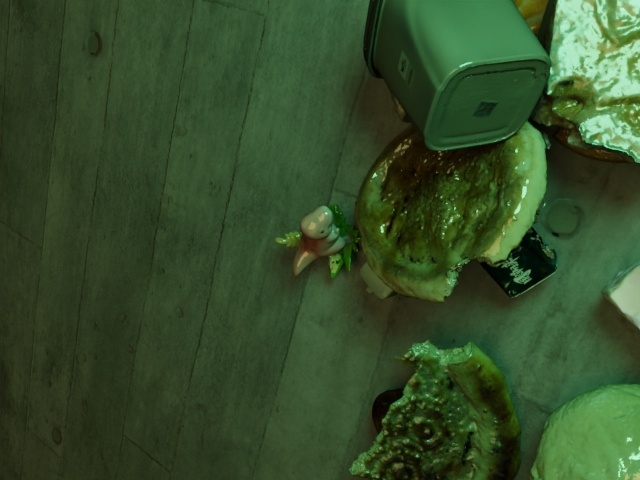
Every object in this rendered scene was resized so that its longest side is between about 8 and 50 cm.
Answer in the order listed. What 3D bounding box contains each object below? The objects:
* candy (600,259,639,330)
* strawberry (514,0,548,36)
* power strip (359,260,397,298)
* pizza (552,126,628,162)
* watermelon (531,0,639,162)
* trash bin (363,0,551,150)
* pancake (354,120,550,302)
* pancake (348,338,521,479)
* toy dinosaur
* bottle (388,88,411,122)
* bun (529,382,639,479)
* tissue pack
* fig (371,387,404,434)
[{"bbox_3d":[0.585,0.125,0.834,0.265,0.116,0.155,48,120,15],"label":"candy"},{"bbox_3d":[0.361,-0.407,0.892,0.140,0.085,0.192,13,139,2],"label":"strawberry"},{"bbox_3d":[0.207,-0.021,1.077,0.091,0.062,0.385,49,119,19],"label":"power strip"},{"bbox_3d":[0.475,-0.212,0.890,0.185,0.036,0.176,2,91,38],"label":"pizza"},{"bbox_3d":[0.440,-0.263,0.806,0.264,0.151,0.301,18,100,22],"label":"watermelon"},{"bbox_3d":[0.201,-0.284,0.829,0.219,0.219,0.250,94,161,-56],"label":"trash bin"},{"bbox_3d":[0.210,-0.075,0.939,0.382,0.071,0.382,-28,49,38],"label":"pancake"},{"bbox_3d":[0.243,0.394,1.070,0.305,0.067,0.426,19,109,1],"label":"pancake"},{"bbox_3d":[0.003,0.007,1.141,0.194,0.177,0.152,-40,76,33],"label":"toy dinosaur"},{"bbox_3d":[0.167,-0.308,1.026,0.099,0.099,0.152,-27,74,33],"label":"bottle"},{"bbox_3d":[0.509,0.415,0.865,0.353,0.227,0.348,-19,87,28],"label":"bun"},{"bbox_3d":[0.324,0.004,0.964,0.170,0.090,0.103,44,120,-11],"label":"tissue pack"},{"bbox_3d":[0.166,0.392,1.156,0.109,0.103,0.154,-22,78,56],"label":"fig"}]
